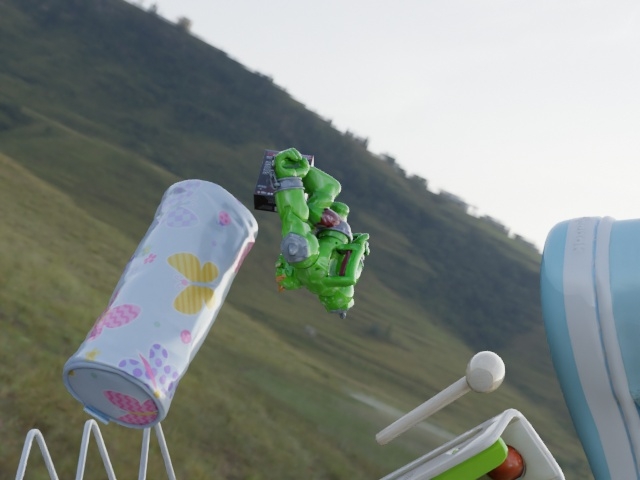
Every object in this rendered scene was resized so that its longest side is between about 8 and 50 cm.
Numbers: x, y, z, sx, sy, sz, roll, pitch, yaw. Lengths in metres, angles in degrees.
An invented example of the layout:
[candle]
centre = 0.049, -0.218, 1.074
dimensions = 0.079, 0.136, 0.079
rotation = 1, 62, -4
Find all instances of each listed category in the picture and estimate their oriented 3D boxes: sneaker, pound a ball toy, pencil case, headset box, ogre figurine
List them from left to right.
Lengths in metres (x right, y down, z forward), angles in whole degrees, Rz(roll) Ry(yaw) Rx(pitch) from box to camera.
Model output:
[pencil case]
centre = -0.166, 0.062, 1.075
dimensions = 0.113, 0.273, 0.124
rotation = 42, -42, -23
[headset box]
centre = -0.044, -0.074, 1.249
dimensions = 0.062, 0.083, 0.032
rotation = 9, -36, 5
[ogre figurine]
centre = 0.000, 0.000, 1.084
dimensions = 0.096, 0.118, 0.197
rotation = 1, -34, 7
[pound a ball toy]
centre = 0.160, 0.288, 1.297
dimensions = 0.208, 0.319, 0.135
rotation = 55, 29, 4
[sneaker]
centre = 0.269, 0.112, 0.592
dimensions = 0.208, 0.127, 0.319
rotation = -12, -56, 27

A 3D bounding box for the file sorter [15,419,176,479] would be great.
[file sorter]
centre = -0.293, 0.308, 1.070
dimensions = 0.277, 0.193, 0.173
rotation = -9, 32, -1
